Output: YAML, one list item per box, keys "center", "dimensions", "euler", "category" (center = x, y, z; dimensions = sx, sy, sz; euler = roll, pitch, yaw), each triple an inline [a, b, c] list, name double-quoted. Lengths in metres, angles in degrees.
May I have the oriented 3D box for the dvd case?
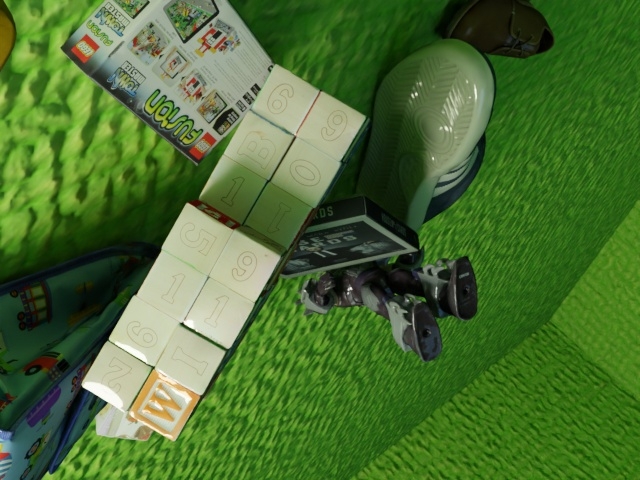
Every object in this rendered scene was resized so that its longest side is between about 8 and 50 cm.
- center: [0.000, 0.000, 1.139]
  dimensions: [0.179, 0.029, 0.239]
  euler: [-12, 168, 17]
  category: "dvd case"

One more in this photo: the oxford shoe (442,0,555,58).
- center: [0.217, -0.247, 1.169]
  dimensions: [0.212, 0.076, 0.076]
  euler: [-17, 147, -50]
  category: "oxford shoe"

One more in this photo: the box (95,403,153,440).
- center: [-0.152, 0.089, 1.055]
  dimensions: [0.063, 0.067, 0.324]
  euler: [14, 127, -30]
  category: "box"

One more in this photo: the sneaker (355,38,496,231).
- center: [0.146, -0.135, 1.175]
  dimensions: [0.148, 0.131, 0.350]
  euler: [-35, 167, -24]
  category: "sneaker"

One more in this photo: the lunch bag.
- center: [-0.256, 0.125, 0.918]
  dimensions: [0.293, 0.138, 0.221]
  euler: [-41, 163, -52]
  category: "lunch bag"

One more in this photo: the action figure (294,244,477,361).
- center: [0.080, 0.057, 1.279]
  dimensions: [0.185, 0.285, 0.099]
  euler: [-32, 113, -22]
  category: "action figure"

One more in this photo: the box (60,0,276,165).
- center: [-0.107, -0.140, 0.785]
  dimensions: [0.114, 0.036, 0.207]
  euler: [-46, 160, 0]
  category: "box"

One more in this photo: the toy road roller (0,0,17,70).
- center: [-0.184, -0.179, 0.247]
  dimensions: [0.240, 0.202, 0.329]
  euler: [-38, 163, 15]
  category: "toy road roller"

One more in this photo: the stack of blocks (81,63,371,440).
- center: [-0.070, 0.003, 0.846]
  dimensions: [0.297, 0.087, 0.171]
  euler: [-59, 179, 6]
  category: "stack of blocks"
